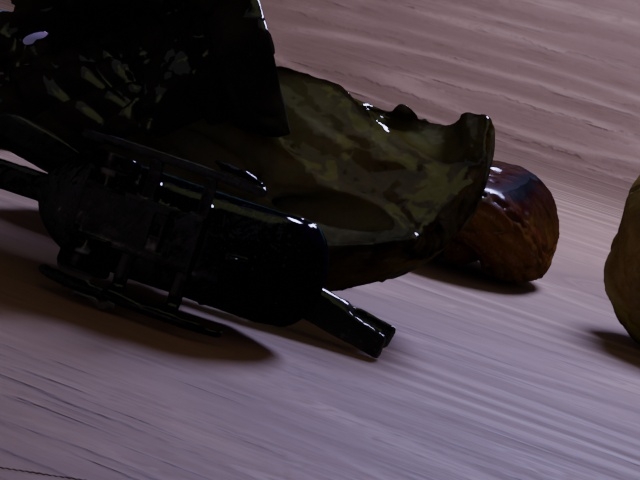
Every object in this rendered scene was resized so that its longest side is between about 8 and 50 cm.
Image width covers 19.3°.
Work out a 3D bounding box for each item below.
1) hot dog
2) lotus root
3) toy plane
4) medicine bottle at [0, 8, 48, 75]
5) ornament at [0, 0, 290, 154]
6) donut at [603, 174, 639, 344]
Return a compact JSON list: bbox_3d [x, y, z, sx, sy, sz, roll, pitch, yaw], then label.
[{"bbox_3d":[0.149,-0.023,1.798,0.160,0.099,0.227,18,9,17],"label":"hot dog"},{"bbox_3d":[-0.032,-0.033,1.403,0.314,0.210,0.142,24,-34,30],"label":"lotus root"},{"bbox_3d":[-0.136,-0.018,1.210,0.381,0.106,0.155,17,2,13],"label":"toy plane"},{"bbox_3d":[-0.253,-0.145,1.754,0.188,0.119,0.094,8,12,-46],"label":"medicine bottle"},{"bbox_3d":[-0.166,-0.139,1.373,0.260,0.106,0.251,-20,44,0],"label":"ornament"},{"bbox_3d":[0.362,-0.001,1.635,0.208,0.128,0.261,18,47,19],"label":"donut"}]
